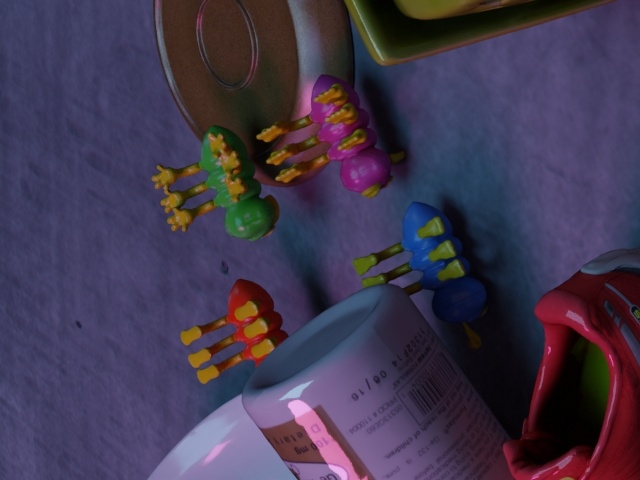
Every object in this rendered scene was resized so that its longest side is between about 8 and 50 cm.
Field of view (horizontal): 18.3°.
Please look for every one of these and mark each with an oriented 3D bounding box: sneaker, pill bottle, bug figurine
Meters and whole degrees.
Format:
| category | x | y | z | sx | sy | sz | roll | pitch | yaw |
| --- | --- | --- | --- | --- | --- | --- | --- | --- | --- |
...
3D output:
| category | x | y | z | sx | sy | sz | roll | pitch | yaw |
| --- | --- | --- | --- | --- | --- | --- | --- | --- | --- |
| sneaker | 0.162 | 0.139 | 1.210 | 0.107 | 0.118 | 0.279 | 23 | 121 | 49 |
| pill bottle | 0.063 | 0.154 | 1.302 | 0.229 | 0.131 | 0.131 | 54 | 147 | -10 |
| bug figurine | 0.000 | 0.000 | 1.402 | 0.279 | 0.072 | 0.216 | -23 | 90 | 44 |

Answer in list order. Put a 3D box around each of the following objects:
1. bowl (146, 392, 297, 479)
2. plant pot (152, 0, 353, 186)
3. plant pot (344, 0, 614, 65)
| category | x | y | z | sx | sy | sz | roll | pitch | yaw |
| --- | --- | --- | --- | --- | --- | --- | --- | --- | --- |
| bowl | -0.047 | 0.263 | 1.482 | 0.134 | 0.298 | 0.298 | 38 | 154 | -24 |
| plant pot | -0.061 | -0.152 | 1.477 | 0.236 | 0.032 | 0.236 | 26 | 124 | 48 |
| plant pot | 0.102 | -0.229 | 1.061 | 0.228 | 0.227 | 0.207 | 66 | 151 | 10 |
